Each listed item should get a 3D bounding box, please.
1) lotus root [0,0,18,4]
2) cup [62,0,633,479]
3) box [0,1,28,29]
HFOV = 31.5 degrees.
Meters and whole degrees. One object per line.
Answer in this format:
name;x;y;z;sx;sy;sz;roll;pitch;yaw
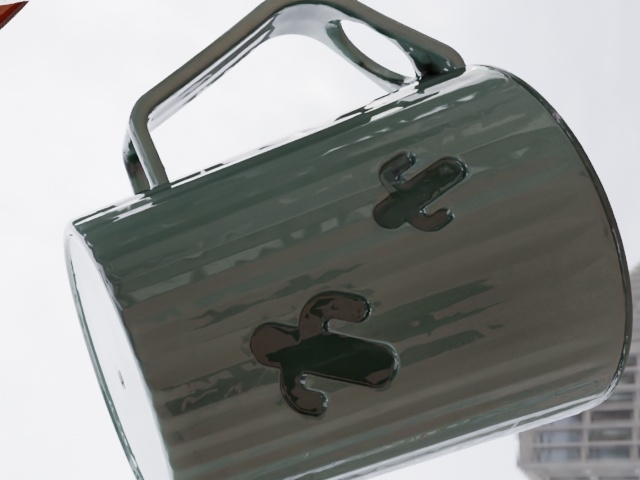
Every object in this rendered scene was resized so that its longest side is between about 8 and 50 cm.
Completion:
lotus root;-0.276;-0.313;0.868;0.316;0.250;0.316;11;-109;-34
cup;0.000;0.018;0.953;0.401;0.392;0.310;57;156;36
box;-0.568;-0.316;1.283;0.318;0.349;0.257;-55;-40;-34
